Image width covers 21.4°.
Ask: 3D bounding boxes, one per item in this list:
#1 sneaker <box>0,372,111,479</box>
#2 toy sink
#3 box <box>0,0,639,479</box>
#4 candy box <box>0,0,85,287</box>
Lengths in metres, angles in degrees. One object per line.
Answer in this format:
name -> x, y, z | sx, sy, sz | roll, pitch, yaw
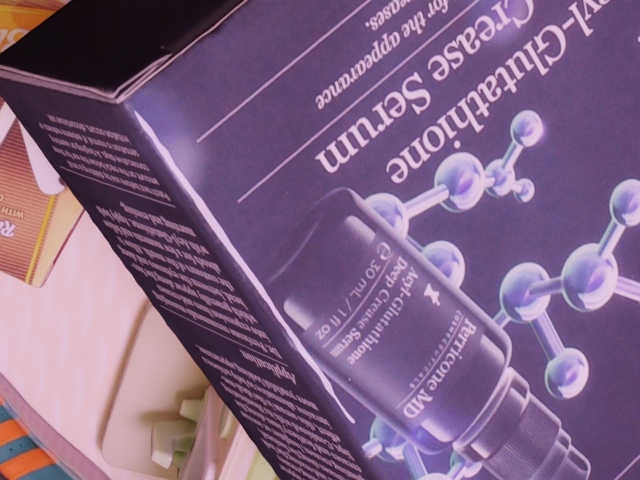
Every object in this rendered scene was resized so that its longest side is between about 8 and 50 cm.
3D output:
sneaker -> -0.249, 0.167, 1.191 | 0.108, 0.121, 0.302 | -41, 114, 18
toy sink -> -0.029, 0.155, 1.193 | 0.234, 0.131, 0.153 | 15, 118, -12
box -> 0.060, -0.023, 0.973 | 0.293, 0.212, 0.395 | -42, 116, -16
candy box -> -0.268, -0.123, 1.033 | 0.316, 0.087, 0.183 | 26, 115, -14
